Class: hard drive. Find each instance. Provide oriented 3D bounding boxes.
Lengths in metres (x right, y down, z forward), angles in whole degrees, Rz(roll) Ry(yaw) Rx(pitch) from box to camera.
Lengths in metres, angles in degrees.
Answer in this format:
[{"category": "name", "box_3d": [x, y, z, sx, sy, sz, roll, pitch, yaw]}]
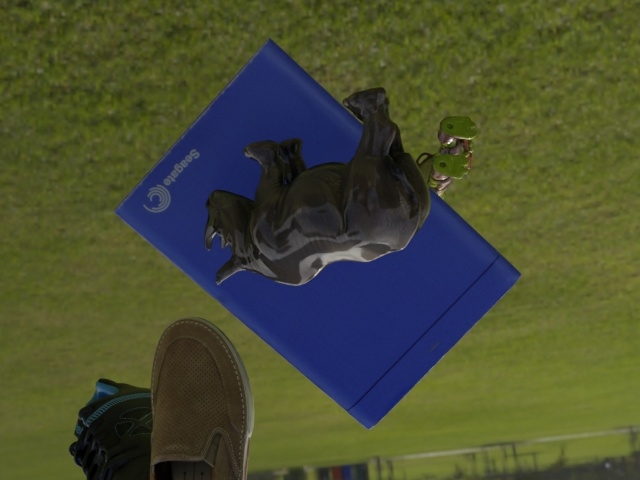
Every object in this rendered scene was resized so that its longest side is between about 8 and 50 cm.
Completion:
[{"category": "hard drive", "box_3d": [0.000, 0.000, 0.900, 0.210, 0.319, 0.040, -47, -169, 7]}]

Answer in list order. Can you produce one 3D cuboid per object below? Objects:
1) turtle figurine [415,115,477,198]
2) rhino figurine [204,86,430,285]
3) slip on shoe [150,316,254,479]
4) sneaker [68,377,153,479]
[{"category": "turtle figurine", "box_3d": [0.202, -0.123, 1.615, 0.087, 0.269, 0.217, 27, 159, 6]}, {"category": "rhino figurine", "box_3d": [-0.018, -0.022, 0.703, 0.073, 0.106, 0.243, -15, 176, -44]}, {"category": "slip on shoe", "box_3d": [-0.062, 0.101, 0.463, 0.051, 0.135, 0.041, -8, 163, 18]}, {"category": "sneaker", "box_3d": [-0.212, 0.249, 1.037, 0.140, 0.125, 0.341, 26, -174, -9]}]
